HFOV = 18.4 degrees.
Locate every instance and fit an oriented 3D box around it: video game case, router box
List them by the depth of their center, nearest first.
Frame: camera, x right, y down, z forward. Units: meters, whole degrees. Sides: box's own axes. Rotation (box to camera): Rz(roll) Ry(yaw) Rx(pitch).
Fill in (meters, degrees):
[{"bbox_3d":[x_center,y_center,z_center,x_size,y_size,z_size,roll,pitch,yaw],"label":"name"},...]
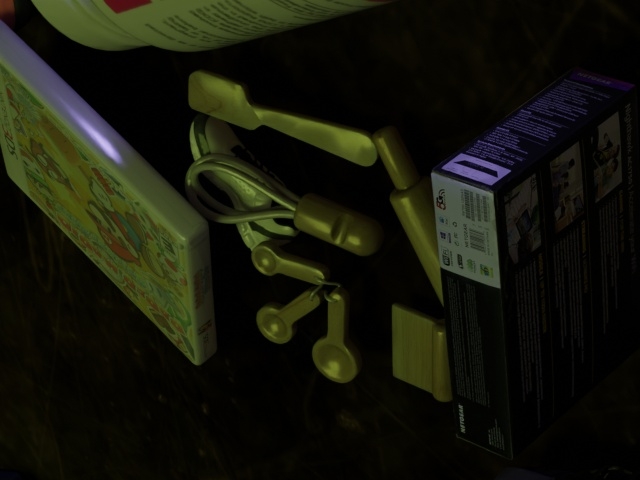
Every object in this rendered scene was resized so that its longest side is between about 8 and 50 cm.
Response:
[{"bbox_3d":[0.124,0.013,1.096,0.046,0.133,0.179,21,132,37],"label":"router box"},{"bbox_3d":[-0.159,-0.031,1.421,0.227,0.026,0.206,43,160,19],"label":"video game case"}]

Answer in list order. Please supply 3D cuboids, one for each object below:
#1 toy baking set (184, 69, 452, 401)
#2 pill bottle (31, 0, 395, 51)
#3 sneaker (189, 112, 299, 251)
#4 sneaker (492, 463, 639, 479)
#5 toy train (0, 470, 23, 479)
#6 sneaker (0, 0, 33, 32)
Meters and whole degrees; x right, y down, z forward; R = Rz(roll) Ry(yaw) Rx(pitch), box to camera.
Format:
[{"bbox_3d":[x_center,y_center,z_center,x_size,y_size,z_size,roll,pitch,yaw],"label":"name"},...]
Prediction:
[{"bbox_3d":[0.006,0.000,1.276,0.196,0.030,0.256,-9,113,39],"label":"toy baking set"},{"bbox_3d":[-0.046,-0.193,1.105,0.283,0.160,0.160,-8,111,51],"label":"pill bottle"},{"bbox_3d":[-0.048,-0.043,1.335,0.043,0.040,0.109,-22,106,42],"label":"sneaker"},{"bbox_3d":[0.164,0.187,1.213,0.146,0.102,0.293,44,143,16],"label":"sneaker"},{"bbox_3d":[-0.347,0.330,1.788,0.105,0.248,0.143,-5,118,50],"label":"toy train"},{"bbox_3d":[-0.340,-0.199,1.455,0.314,0.136,0.116,23,134,36],"label":"sneaker"}]
